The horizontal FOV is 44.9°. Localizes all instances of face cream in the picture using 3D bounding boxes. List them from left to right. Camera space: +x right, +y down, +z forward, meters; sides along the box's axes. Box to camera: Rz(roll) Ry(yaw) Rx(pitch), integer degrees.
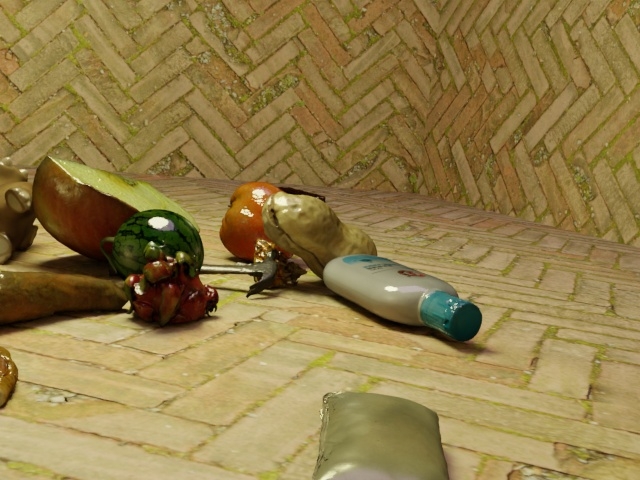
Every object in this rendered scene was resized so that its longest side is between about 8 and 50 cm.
[{"bbox_3d":[0.140,0.091,1.286,0.163,0.080,0.337,3,9,-27],"label":"face cream"}]

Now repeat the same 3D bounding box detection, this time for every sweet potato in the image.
[{"bbox_3d":[-0.382,0.077,1.060,0.075,0.075,0.273,12,6,34],"label":"sweet potato"}]

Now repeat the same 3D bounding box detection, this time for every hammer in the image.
[{"bbox_3d":[-0.224,0.051,1.360,0.298,0.026,0.125,2,34,2],"label":"hammer"}]

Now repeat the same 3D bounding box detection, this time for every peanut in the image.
[{"bbox_3d":[0.000,0.000,1.458,0.290,0.130,0.130,35,-11,-38],"label":"peanut"}]

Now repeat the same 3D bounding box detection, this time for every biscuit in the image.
[{"bbox_3d":[-0.074,-0.090,2.221,0.070,0.106,0.252,-1,10,-29],"label":"biscuit"}]

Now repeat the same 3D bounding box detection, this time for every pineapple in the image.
[{"bbox_3d":[-0.082,0.059,1.447,0.114,0.077,0.114,15,41,-18],"label":"pineapple"}]

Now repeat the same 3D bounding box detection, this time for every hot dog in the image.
[{"bbox_3d":[-0.340,0.139,0.812,0.044,0.028,0.137,11,6,-20],"label":"hot dog"}]

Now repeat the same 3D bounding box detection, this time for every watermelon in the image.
[{"bbox_3d":[-0.286,0.016,1.275,0.188,0.140,0.141,11,10,13],"label":"watermelon"}]

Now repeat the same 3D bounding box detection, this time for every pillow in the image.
[{"bbox_3d":[0.054,0.188,0.692,0.119,0.053,0.208,4,12,2],"label":"pillow"}]

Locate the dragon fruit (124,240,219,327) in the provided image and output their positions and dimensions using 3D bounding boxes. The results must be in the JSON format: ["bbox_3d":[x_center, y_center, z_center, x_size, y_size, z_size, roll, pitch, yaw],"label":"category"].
[{"bbox_3d":[-0.215,0.069,1.128,0.139,0.175,0.142,-4,47,-14],"label":"dragon fruit"}]

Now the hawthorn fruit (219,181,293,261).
[{"bbox_3d":[-0.118,-0.036,1.640,0.189,0.189,0.189,6,9,-1],"label":"hawthorn fruit"}]

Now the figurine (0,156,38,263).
[{"bbox_3d":[-0.615,-0.067,1.445,0.173,0.177,0.247,24,13,-11],"label":"figurine"}]

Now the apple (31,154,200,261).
[{"bbox_3d":[-0.375,-0.045,1.431,0.254,0.179,0.346,-13,-12,18],"label":"apple"}]
